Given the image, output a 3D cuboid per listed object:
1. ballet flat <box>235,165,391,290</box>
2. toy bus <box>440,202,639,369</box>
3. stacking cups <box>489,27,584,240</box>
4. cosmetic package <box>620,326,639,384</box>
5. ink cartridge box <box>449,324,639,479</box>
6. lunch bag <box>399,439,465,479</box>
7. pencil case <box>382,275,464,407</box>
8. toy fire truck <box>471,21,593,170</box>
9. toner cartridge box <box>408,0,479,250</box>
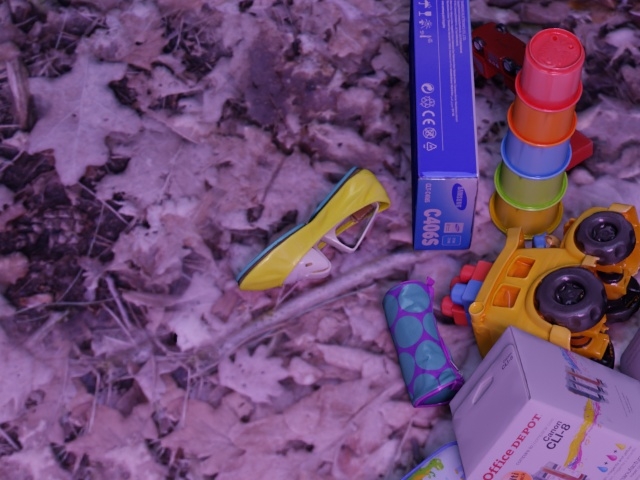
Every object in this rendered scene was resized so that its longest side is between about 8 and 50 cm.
[{"bbox_3d":[0.000,0.000,1.601,0.077,0.077,0.231,44,67,7],"label":"ballet flat"},{"bbox_3d":[0.255,0.054,1.524,0.211,0.149,0.220,14,57,30],"label":"toy bus"},{"bbox_3d":[0.251,-0.116,1.513,0.096,0.316,0.096,-2,60,3],"label":"stacking cups"},{"bbox_3d":[0.441,0.165,1.416,0.183,0.151,0.151,4,58,-4],"label":"cosmetic package"},{"bbox_3d":[0.245,0.198,1.367,0.176,0.128,0.127,23,29,-16],"label":"ink cartridge box"},{"bbox_3d":[0.167,0.331,1.373,0.176,0.090,0.219,-37,63,-18],"label":"lunch bag"},{"bbox_3d":[0.121,0.121,1.519,0.070,0.064,0.152,-29,57,19],"label":"pencil case"},{"bbox_3d":[0.268,-0.188,1.680,0.047,0.135,0.192,-32,46,-16],"label":"toy fire truck"},{"bbox_3d":[0.152,-0.176,1.644,0.075,0.165,0.348,0,59,3],"label":"toner cartridge box"}]
